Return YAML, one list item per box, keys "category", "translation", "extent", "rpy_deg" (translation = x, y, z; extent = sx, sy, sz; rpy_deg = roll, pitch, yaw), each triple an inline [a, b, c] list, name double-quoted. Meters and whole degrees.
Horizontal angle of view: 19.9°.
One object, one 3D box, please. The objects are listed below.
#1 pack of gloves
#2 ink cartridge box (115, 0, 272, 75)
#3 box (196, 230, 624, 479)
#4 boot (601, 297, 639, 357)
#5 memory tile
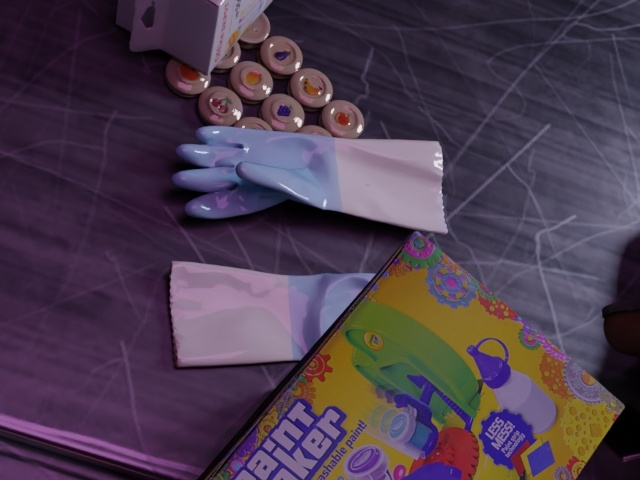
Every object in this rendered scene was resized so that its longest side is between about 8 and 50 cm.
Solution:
- category: "pack of gloves"
  translation: [0.000, 0.000, 1.389]
  extent: [0.232, 0.046, 0.195]
  rpy_deg: [3, 68, -20]
- category: "ink cartridge box"
  translation: [-0.093, -0.208, 1.430]
  extent: [0.090, 0.092, 0.143]
  rpy_deg: [30, 58, 10]
- category: "box"
  translation: [-0.001, 0.195, 1.163]
  extent: [0.177, 0.279, 0.290]
  rpy_deg: [40, 58, 2]
- category: "boot"
  translation: [0.305, 0.194, 1.329]
  extent: [0.264, 0.096, 0.280]
  rpy_deg: [18, 79, -6]
- category: "memory tile"
  translation: [-0.043, -0.114, 1.458]
  extent: [0.148, 0.012, 0.113]
  rpy_deg: [45, 58, 5]
